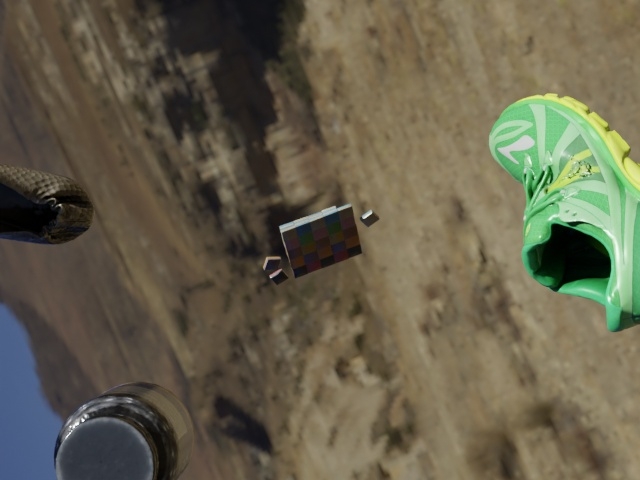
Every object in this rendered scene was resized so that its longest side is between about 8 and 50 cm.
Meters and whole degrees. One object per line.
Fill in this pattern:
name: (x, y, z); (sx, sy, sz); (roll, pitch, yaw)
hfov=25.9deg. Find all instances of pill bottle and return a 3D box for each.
pill bottle: (-0.197, 0.210, 1.389); (0.219, 0.123, 0.123); (13, -127, -89)

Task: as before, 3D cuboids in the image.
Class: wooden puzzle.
wooden puzzle: (0.000, 0.000, 0.921); (0.049, 0.083, 0.006); (76, 172, -49)

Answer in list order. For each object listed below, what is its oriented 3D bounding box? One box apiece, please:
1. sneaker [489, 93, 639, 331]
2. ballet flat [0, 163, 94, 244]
sneaker: (0.215, -0.030, 1.197); (0.295, 0.123, 0.109); (54, 165, 50)
ballet flat: (-0.315, -0.035, 1.176); (0.058, 0.250, 0.084); (-123, 45, -64)
